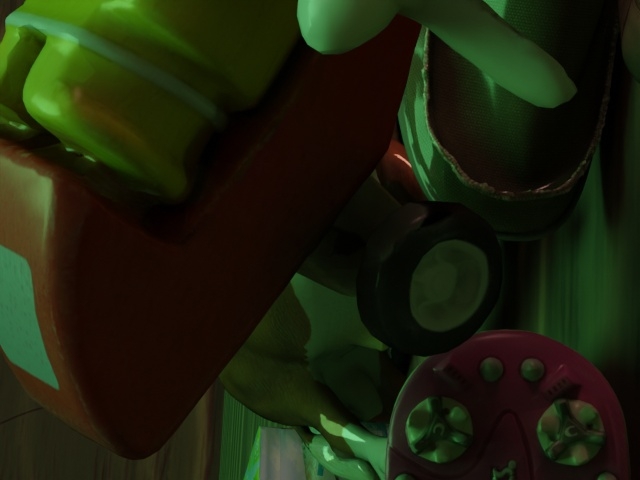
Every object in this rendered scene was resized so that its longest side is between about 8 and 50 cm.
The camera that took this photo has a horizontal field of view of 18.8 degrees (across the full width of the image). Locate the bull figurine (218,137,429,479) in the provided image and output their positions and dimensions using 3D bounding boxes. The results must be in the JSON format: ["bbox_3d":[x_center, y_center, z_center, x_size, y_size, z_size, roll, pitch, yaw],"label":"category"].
[{"bbox_3d":[0.000,0.000,0.952,0.188,0.101,0.310,39,153,30],"label":"bull figurine"}]

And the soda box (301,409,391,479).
[{"bbox_3d":[0.017,0.124,1.403,0.183,0.058,0.063,-102,17,-66],"label":"soda box"}]

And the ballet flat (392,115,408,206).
[{"bbox_3d":[0.070,-0.149,0.960,0.124,0.116,0.342,-134,45,-63],"label":"ballet flat"}]

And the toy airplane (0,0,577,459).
[{"bbox_3d":[-0.033,-0.162,0.671,0.386,0.272,0.384,-38,54,39],"label":"toy airplane"}]

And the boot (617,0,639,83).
[{"bbox_3d":[0.134,-0.106,0.665,0.087,0.042,0.118,-108,26,-52],"label":"boot"}]

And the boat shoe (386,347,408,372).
[{"bbox_3d":[0.022,-0.036,1.285,0.158,0.127,0.340,-102,9,-47],"label":"boat shoe"}]

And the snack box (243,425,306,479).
[{"bbox_3d":[-0.036,0.280,1.695,0.207,0.070,0.174,110,163,-62],"label":"snack box"}]

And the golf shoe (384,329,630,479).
[{"bbox_3d":[0.066,0.187,0.803,0.140,0.115,0.306,-16,-63,-86],"label":"golf shoe"}]

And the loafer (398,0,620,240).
[{"bbox_3d":[0.085,-0.126,0.829,0.087,0.094,0.251,105,168,-78],"label":"loafer"}]
